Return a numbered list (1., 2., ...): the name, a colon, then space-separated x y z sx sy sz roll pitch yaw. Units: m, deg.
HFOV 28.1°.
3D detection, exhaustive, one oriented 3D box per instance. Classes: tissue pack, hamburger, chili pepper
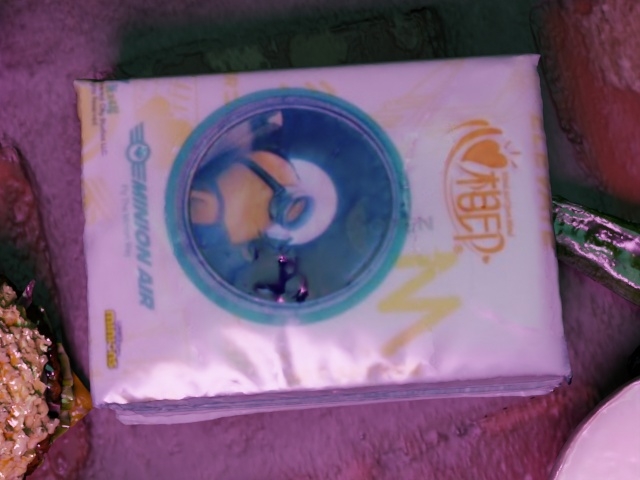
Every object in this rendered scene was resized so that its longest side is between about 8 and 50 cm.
1. tissue pack: 0.000 0.000 1.086 0.388 0.162 0.287 -4 81 0
2. hamburger: -0.328 0.114 1.059 0.243 0.139 0.262 -40 86 -10
3. chili pepper: 0.243 0.006 1.178 0.227 0.059 0.088 20 94 3

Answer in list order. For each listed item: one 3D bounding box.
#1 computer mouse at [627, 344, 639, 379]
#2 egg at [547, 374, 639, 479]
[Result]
1. computer mouse: 0.385 0.104 1.136 0.241 0.146 0.078 8 65 -10
2. egg: 0.289 0.231 1.079 0.206 0.162 0.271 -1 86 8
